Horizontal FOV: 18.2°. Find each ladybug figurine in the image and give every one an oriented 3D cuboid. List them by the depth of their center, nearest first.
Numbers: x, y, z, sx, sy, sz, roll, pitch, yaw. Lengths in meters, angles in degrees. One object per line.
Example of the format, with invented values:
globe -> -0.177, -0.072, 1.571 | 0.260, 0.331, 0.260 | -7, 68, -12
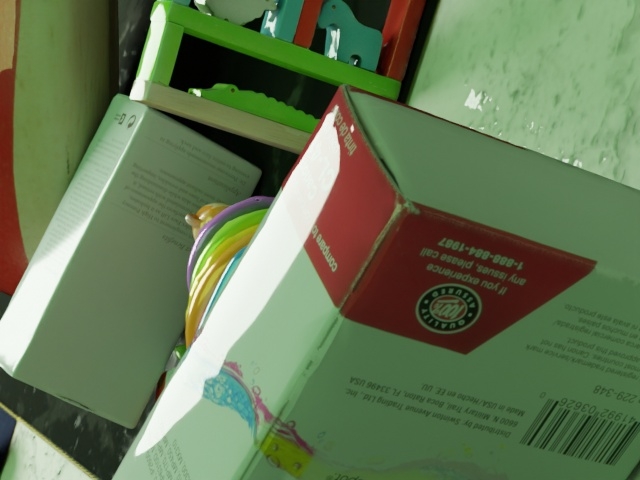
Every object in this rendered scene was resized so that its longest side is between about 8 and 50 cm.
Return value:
ladybug figurine -> -0.255, -0.151, 1.698 | 0.305, 0.162, 0.449 | 150, 119, -86

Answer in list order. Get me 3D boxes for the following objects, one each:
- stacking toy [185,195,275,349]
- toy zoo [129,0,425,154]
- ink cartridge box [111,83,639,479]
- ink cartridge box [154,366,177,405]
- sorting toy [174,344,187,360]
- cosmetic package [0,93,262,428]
stacking toy -> -0.031, 0.036, 1.344 | 0.165, 0.175, 0.302 | -67, 23, 15
toy zoo -> -0.006, -0.210, 1.379 | 0.030, 0.192, 0.293 | 10, 84, 60
ink cartridge box -> 0.046, 0.095, 1.098 | 0.306, 0.226, 0.131 | -57, 32, 25
ink cartridge box -> -0.109, 0.132, 1.544 | 0.115, 0.029, 0.062 | -25, 54, 53
sorting toy -> -0.058, 0.104, 1.444 | 0.042, 0.061, 0.102 | -42, 71, -1
cosmetic package -> -0.154, 0.016, 1.560 | 0.231, 0.117, 0.085 | -62, 28, -1
